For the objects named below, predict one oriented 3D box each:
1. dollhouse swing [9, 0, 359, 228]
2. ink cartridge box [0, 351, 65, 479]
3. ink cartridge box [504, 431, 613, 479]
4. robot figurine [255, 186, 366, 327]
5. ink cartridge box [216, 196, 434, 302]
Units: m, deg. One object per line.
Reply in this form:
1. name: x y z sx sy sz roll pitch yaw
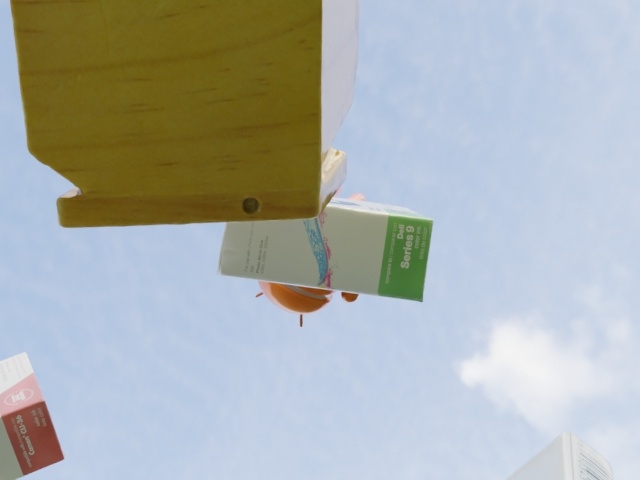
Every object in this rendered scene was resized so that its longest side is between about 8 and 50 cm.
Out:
1. dollhouse swing: -0.098 -0.233 0.939 0.315 0.305 0.347 -2 -66 -6
2. ink cartridge box: -0.339 0.180 0.900 0.198 0.115 0.067 -21 -66 -18
3. ink cartridge box: 0.118 0.363 0.841 0.071 0.324 0.330 36 -62 -9
4. robot figurine: -0.016 0.016 1.509 0.158 0.128 0.219 17 -69 -30
5. ink cartridge box: 0.000 0.000 1.088 0.212 0.154 0.093 6 -85 -4
